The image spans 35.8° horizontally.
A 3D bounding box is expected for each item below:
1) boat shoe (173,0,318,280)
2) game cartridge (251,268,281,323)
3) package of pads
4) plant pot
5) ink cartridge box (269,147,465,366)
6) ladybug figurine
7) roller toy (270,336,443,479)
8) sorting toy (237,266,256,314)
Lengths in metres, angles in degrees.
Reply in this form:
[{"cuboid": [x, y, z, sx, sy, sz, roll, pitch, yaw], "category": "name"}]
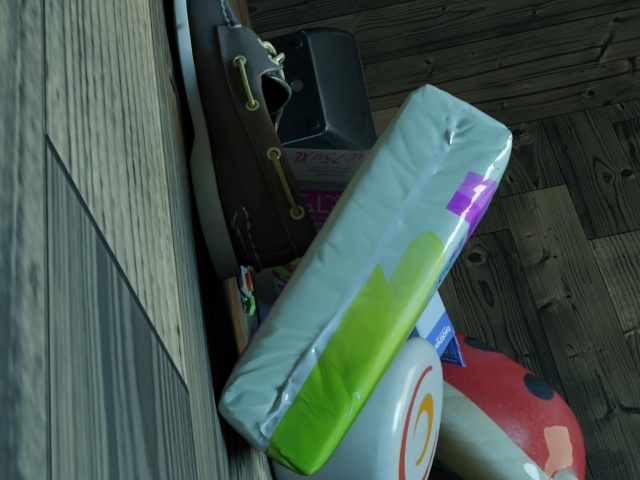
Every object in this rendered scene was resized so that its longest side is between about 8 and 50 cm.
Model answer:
[{"cuboid": [-0.072, -0.121, 0.891, 0.117, 0.096, 0.324, 77, 1, -62], "category": "boat shoe"}, {"cuboid": [-0.036, 0.151, 1.309, 0.297, 0.062, 0.198, 77, 6, -66], "category": "game cartridge"}, {"cuboid": [0.037, 0.041, 0.820, 0.297, 0.101, 0.229, -57, 173, -7], "category": "package of pads"}, {"cuboid": [-0.046, -0.166, 1.226, 0.167, 0.188, 0.188, 10, 67, -75], "category": "plant pot"}, {"cuboid": [0.030, 0.035, 1.090, 0.065, 0.185, 0.311, -54, 132, -32], "category": "ink cartridge box"}, {"cuboid": [0.180, 0.227, 1.297, 0.449, 0.162, 0.305, 23, -22, 53], "category": "ladybug figurine"}, {"cuboid": [0.036, 0.182, 1.026, 0.209, 0.146, 0.191, -57, 148, -47], "category": "roller toy"}, {"cuboid": [-0.079, 0.043, 1.056, 0.062, 0.012, 0.083, 78, 0, -74], "category": "sorting toy"}]
